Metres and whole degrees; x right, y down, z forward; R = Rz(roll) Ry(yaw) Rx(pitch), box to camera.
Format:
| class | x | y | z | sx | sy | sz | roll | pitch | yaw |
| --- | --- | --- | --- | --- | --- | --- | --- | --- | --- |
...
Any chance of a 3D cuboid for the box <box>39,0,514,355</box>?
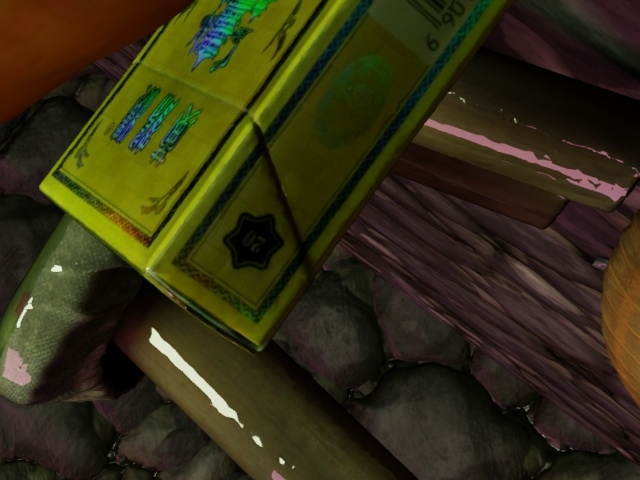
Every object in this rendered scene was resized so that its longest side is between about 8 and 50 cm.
| class | x | y | z | sx | sy | sz | roll | pitch | yaw |
| --- | --- | --- | --- | --- | --- | --- | --- | --- | --- |
| box | -0.005 | -0.076 | 0.692 | 0.064 | 0.220 | 0.141 | 39 | 175 | -28 |

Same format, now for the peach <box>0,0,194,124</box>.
| class | x | y | z | sx | sy | sz | roll | pitch | yaw |
| --- | --- | --- | --- | --- | --- | --- | --- | --- | --- |
| peach | -0.126 | -0.177 | 0.408 | 0.289 | 0.289 | 0.308 | 40 | -147 | -34 |

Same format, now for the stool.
| class | x | y | z | sx | sy | sz | roll | pitch | yaw |
| --- | --- | --- | --- | --- | --- | --- | --- | --- | --- |
| stool | 0.000 | 0.000 | 0.962 | 0.226 | 0.310 | 0.310 | 33 | 177 | -1 |

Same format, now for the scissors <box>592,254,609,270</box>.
| class | x | y | z | sx | sy | sz | roll | pitch | yaw |
| --- | --- | --- | --- | --- | --- | --- | --- | --- | --- |
| scissors | 0.268 | 0.060 | 1.263 | 0.187 | 0.020 | 0.133 | 32 | 177 | 44 |

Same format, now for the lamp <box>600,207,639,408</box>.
| class | x | y | z | sx | sy | sz | roll | pitch | yaw |
| --- | --- | --- | --- | --- | --- | --- | --- | --- | --- |
| lamp | 0.193 | 0.030 | 0.820 | 0.136 | 0.136 | 0.136 | 37 | 176 | 3 |
